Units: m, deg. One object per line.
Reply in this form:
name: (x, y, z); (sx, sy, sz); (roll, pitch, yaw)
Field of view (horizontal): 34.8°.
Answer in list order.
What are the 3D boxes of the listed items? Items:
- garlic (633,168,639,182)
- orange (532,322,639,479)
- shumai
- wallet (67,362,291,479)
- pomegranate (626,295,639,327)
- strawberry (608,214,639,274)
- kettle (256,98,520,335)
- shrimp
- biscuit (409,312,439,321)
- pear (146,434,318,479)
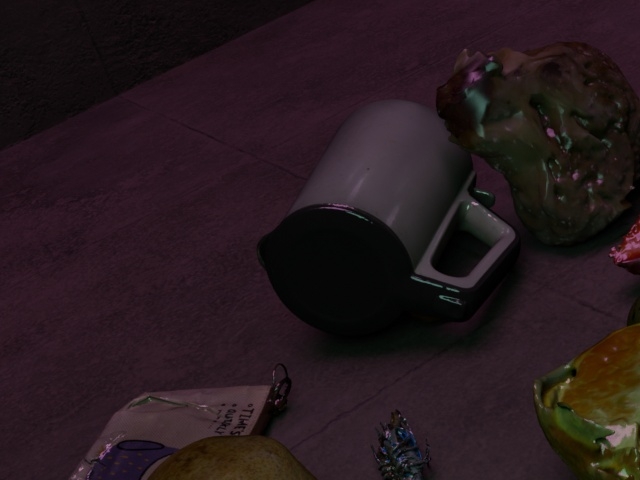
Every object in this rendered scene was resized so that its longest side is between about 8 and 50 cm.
garlic: (0.452, -0.147, 1.721); (0.318, 0.112, 0.143); (2, 65, 34)
orange: (0.380, 0.191, 1.044); (0.263, 0.196, 0.335); (-18, 26, -31)
shumai: (0.344, -0.185, 1.571); (0.217, 0.283, 0.346); (-4, 65, 45)
wallet: (-0.202, 0.294, 1.392); (0.275, 0.068, 0.335); (-5, 32, 24)
pomegranate: (0.425, 0.108, 1.242); (0.130, 0.130, 0.130); (-16, 27, 8)
strawberry: (0.529, 0.007, 1.407); (0.228, 0.098, 0.174); (-35, 44, -4)
kettle: (0.130, -0.021, 1.587); (0.361, 0.250, 0.376); (19, 34, 10)
shrimp: (0.095, 0.282, 1.236); (0.082, 0.076, 0.174); (-54, 16, 29)
biscuit: (0.175, 0.091, 1.567); (0.102, 0.019, 0.130); (-35, 29, -31)
pear: (-0.112, 0.323, 1.134); (0.229, 0.188, 0.211); (-5, 18, 28)
